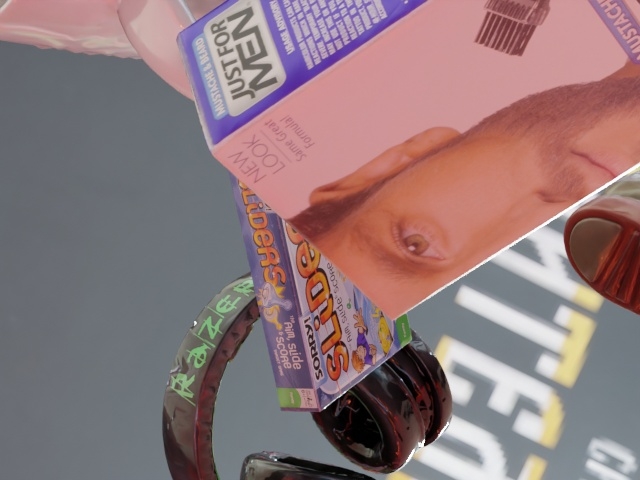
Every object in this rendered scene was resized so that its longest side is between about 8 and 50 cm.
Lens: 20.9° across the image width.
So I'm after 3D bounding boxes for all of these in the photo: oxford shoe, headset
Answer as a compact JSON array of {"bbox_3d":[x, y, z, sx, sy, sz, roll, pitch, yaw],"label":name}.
[{"bbox_3d":[0.374,0.032,1.387,0.130,0.348,0.123,-41,152,-38],"label":"oxford shoe"},{"bbox_3d":[0.001,0.184,1.533,0.185,0.394,0.243,9,-121,49],"label":"headset"}]

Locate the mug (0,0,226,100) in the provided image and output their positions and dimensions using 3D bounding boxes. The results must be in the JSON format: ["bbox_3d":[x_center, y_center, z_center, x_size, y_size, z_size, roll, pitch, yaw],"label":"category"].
[{"bbox_3d":[-0.061,-0.219,1.164,0.276,0.328,0.374,-54,-135,39],"label":"mug"}]

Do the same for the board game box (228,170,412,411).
[{"bbox_3d":[0.000,0.000,1.202,0.136,0.035,0.201,-33,115,-53],"label":"board game box"}]

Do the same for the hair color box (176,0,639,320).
[{"bbox_3d":[0.117,-0.119,0.910,0.339,0.185,0.110,-32,-135,16],"label":"hair color box"}]
